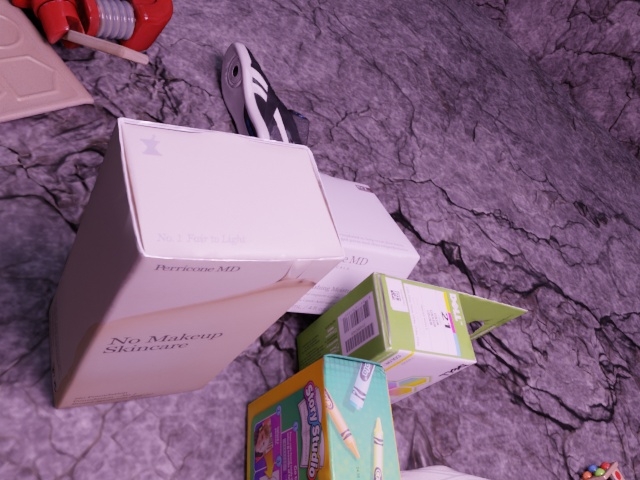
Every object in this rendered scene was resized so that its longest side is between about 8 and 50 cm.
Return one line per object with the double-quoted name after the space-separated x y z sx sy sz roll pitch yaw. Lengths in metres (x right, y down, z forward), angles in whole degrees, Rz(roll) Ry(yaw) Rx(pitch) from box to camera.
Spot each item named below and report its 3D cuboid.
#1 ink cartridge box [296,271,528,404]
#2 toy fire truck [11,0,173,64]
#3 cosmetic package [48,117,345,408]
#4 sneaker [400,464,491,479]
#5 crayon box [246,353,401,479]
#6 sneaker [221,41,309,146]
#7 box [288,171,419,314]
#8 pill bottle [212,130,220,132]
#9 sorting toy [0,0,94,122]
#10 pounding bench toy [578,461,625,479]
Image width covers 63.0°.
0.126 0.144 0.669 0.255 0.189 0.097 14 51 -27 "ink cartridge box"
-0.301 -0.324 0.747 0.217 0.158 0.246 -14 80 -47 "toy fire truck"
-0.134 0.044 0.470 0.160 0.309 0.113 1 59 -35 "cosmetic package"
0.177 0.300 0.575 0.292 0.118 0.110 7 91 5 "sneaker"
0.000 0.271 0.499 0.081 0.165 0.278 18 50 -29 "crayon box"
-0.088 -0.225 0.878 0.121 0.079 0.217 -1 68 -40 "sneaker"
0.000 0.000 0.700 0.181 0.119 0.182 10 33 -30 "box"
-0.149 -0.043 0.624 0.094 0.169 0.094 19 50 -24 "pill bottle"
-0.428 -0.223 0.657 0.193 0.038 0.208 50 40 6 "sorting toy"
0.437 0.390 0.810 0.083 0.052 0.065 -13 67 -41 "pounding bench toy"
